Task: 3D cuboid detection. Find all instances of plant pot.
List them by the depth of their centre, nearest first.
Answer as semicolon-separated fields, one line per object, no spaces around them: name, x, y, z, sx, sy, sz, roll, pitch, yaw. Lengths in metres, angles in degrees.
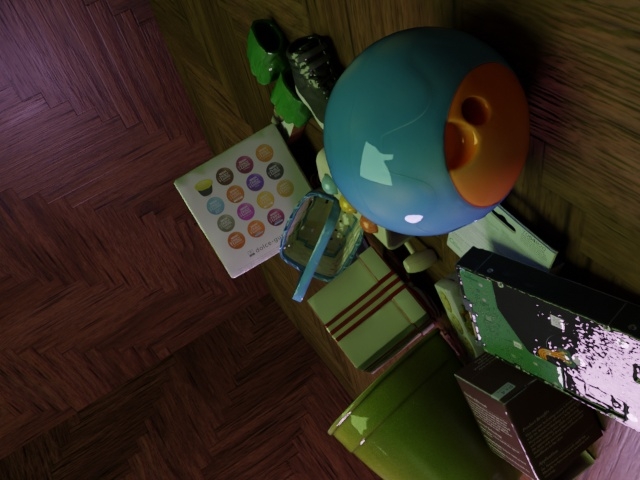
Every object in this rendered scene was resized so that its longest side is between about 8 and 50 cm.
plant pot;0.506;0.471;1.280;0.109;0.109;0.096;51;176;27
plant pot;0.268;0.458;1.373;0.353;0.366;0.366;46;162;18

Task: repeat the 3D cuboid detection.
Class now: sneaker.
sneaker;0.009;-0.339;1.267;0.296;0.104;0.147;51;169;41
sneaker;0.013;-0.151;1.769;0.119;0.047;0.057;58;154;-1

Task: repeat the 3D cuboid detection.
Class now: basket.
basket;0.000;0.000;1.540;0.201;0.255;0.289;23;-158;-6

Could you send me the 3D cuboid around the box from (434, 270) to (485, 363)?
box;0.355;0.222;1.341;0.324;0.063;0.067;64;167;-20

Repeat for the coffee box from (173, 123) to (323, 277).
coffee box;-0.208;-0.126;1.841;0.334;0.337;0.338;60;178;-7

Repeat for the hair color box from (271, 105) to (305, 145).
hair color box;-0.090;-0.346;1.687;0.093;0.053;0.167;58;164;5

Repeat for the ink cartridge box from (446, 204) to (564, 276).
ink cartridge box;0.323;0.004;1.046;0.223;0.045;0.224;49;161;30

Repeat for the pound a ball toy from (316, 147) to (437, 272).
pound a ball toy;0.122;-0.070;1.380;0.319;0.135;0.208;48;162;36

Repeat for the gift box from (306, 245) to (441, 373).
gift box;0.150;0.178;1.573;0.255;0.258;0.276;52;-176;18

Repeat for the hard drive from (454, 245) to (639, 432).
hard drive;0.391;0.156;0.971;0.339;0.064;0.237;24;147;46

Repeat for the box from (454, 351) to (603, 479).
box;0.407;0.323;1.163;0.203;0.168;0.167;63;166;-15

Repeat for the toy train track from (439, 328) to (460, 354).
toy train track;0.345;0.267;1.565;0.083;0.014;0.048;53;158;1

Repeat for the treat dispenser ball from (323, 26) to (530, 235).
treat dispenser ball;0.147;-0.151;0.836;0.288;0.288;0.288;53;164;22

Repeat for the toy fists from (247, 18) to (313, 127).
toy fists;-0.101;-0.421;1.503;0.279;0.096;0.142;58;155;9

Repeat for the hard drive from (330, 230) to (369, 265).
hard drive;0.101;0.055;1.854;0.172;0.054;0.254;62;165;-14
